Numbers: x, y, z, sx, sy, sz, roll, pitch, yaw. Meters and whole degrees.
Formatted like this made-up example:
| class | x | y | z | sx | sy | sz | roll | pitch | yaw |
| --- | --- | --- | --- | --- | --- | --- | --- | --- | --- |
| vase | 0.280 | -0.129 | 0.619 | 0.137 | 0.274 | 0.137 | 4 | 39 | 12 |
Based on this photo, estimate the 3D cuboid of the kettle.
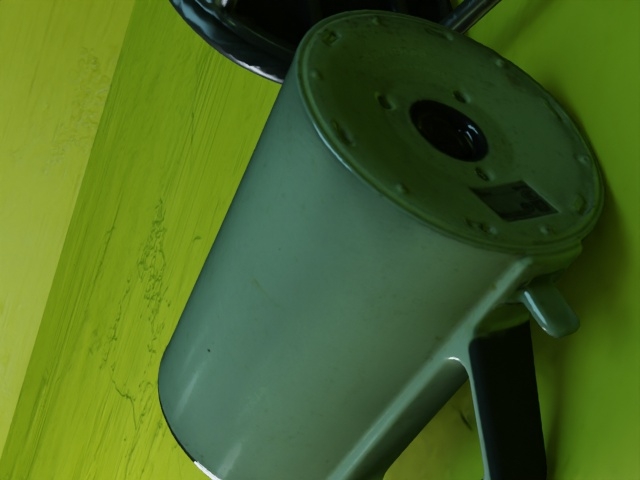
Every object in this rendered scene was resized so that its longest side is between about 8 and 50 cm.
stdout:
| class | x | y | z | sx | sy | sz | roll | pitch | yaw |
| --- | --- | --- | --- | --- | --- | --- | --- | --- | --- |
| kettle | 0.053 | 0.073 | 0.952 | 0.361 | 0.250 | 0.377 | 53 | 134 | 24 |

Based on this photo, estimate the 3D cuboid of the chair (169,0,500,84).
| class | x | y | z | sx | sy | sz | roll | pitch | yaw |
| --- | --- | --- | --- | --- | --- | --- | --- | --- | --- |
| chair | 0.054 | -0.363 | 0.987 | 0.410 | 0.361 | 0.365 | 121 | 150 | -42 |
